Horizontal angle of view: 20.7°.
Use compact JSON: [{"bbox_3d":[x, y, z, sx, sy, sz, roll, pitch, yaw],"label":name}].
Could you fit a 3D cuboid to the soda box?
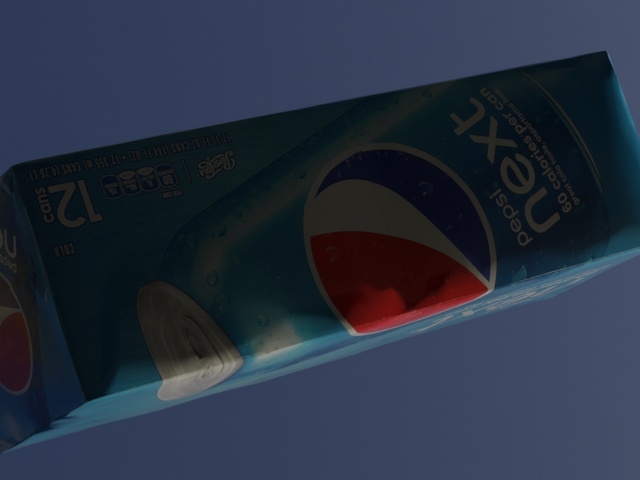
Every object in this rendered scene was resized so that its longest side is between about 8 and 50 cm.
[{"bbox_3d":[0.000,0.000,0.522,0.210,0.071,0.067,-14,-99,-33],"label":"soda box"}]
